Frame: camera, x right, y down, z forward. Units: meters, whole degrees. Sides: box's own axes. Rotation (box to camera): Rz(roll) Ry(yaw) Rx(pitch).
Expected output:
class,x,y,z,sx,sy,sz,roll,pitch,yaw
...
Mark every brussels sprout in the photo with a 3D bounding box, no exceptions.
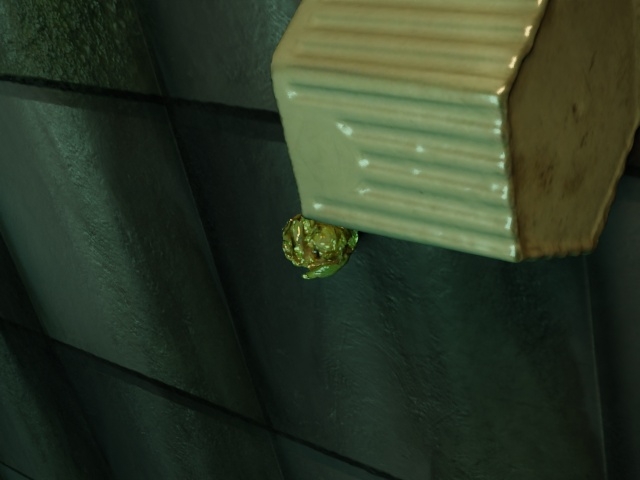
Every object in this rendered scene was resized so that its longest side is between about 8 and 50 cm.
class,x,y,z,sx,sy,sz,roll,pitch,yaw
brussels sprout,0.000,0.000,1.014,0.085,0.085,0.058,38,172,14

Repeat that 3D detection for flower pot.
class,x,y,z,sx,sy,sz,roll,pitch,yaw
flower pot,0.104,-0.103,0.704,0.190,0.209,0.239,13,128,37
